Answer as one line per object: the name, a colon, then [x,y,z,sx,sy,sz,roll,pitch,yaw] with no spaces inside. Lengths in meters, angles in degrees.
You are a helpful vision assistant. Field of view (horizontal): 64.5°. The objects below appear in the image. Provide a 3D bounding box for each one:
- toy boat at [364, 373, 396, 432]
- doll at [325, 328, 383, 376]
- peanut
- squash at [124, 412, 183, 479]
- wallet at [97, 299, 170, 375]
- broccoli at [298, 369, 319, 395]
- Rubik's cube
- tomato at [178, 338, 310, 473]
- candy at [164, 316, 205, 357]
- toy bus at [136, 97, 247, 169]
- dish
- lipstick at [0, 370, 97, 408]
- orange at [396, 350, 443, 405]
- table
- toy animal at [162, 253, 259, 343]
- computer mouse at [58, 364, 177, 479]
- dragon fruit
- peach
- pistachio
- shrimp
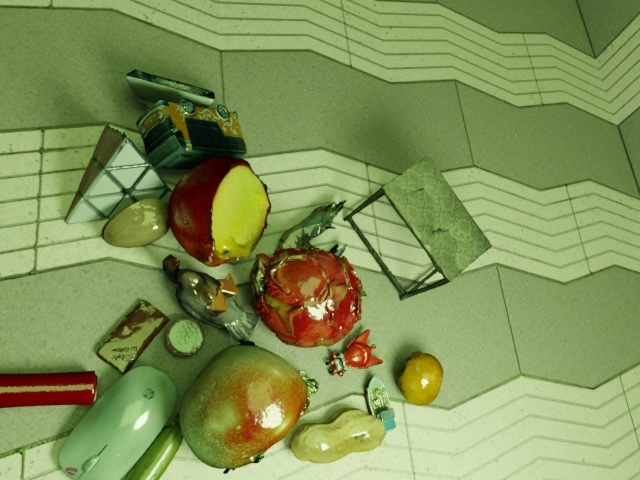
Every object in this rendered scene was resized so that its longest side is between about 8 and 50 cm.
toy boat: [0.174,0.475,1.470,0.069,0.059,0.173,-7,74,-28]
doll: [0.096,0.340,1.485,0.169,0.057,0.109,-19,82,-31]
peanut: [0.049,0.520,1.363,0.274,0.111,0.125,-4,68,-27]
squash: [-0.389,0.520,1.179,0.066,0.066,0.252,40,60,-7]
wallet: [-0.468,0.238,1.272,0.095,0.026,0.176,39,59,-5]
broccoli: [-0.058,0.390,1.375,0.097,0.092,0.095,41,44,14]
Rubik's cube: [-0.523,-0.177,1.334,0.228,0.234,0.229,5,20,15]
tomato: [-0.185,0.376,1.204,0.303,0.303,0.239,-38,91,-31]
candy: [-0.351,0.251,1.314,0.103,0.043,0.103,9,69,-24]
toy bus: [-0.350,-0.285,1.411,0.275,0.138,0.167,-7,75,-54]
dish: [-0.436,-0.421,1.481,0.243,0.182,0.080,12,110,-17]
lipstick: [-0.628,0.332,1.130,0.241,0.080,0.080,6,69,-24]
orange: [0.293,0.409,1.508,0.134,0.155,0.155,7,60,23]
table: [0.293,-0.029,1.593,0.222,0.272,0.335,-34,88,-30]
toy animal: [-0.285,0.148,1.312,0.298,0.185,0.122,49,53,-32]
computer mouse: [-0.454,0.423,1.169,0.159,0.097,0.288,43,58,-8]
dragon fruit: [-0.031,0.151,1.376,0.342,0.277,0.278,4,69,-26]
peach: [-0.286,-0.063,1.347,0.362,0.201,0.258,-74,151,-44]
pistachio: [-0.474,-0.040,1.323,0.185,0.126,0.108,-31,47,-18]
shrimp: [0.003,-0.001,1.566,0.289,0.075,0.178,-39,99,-32]
